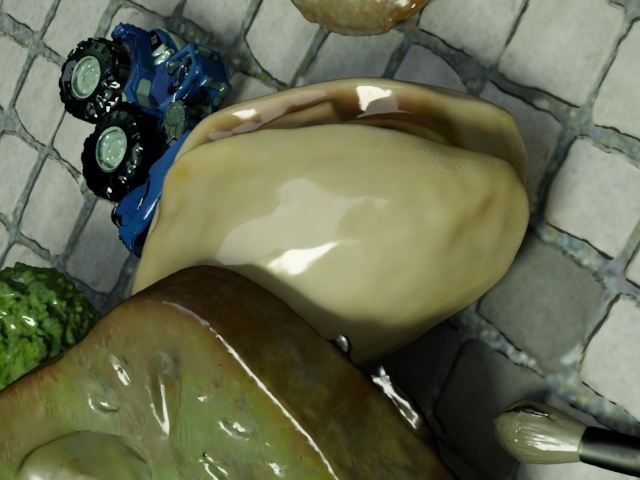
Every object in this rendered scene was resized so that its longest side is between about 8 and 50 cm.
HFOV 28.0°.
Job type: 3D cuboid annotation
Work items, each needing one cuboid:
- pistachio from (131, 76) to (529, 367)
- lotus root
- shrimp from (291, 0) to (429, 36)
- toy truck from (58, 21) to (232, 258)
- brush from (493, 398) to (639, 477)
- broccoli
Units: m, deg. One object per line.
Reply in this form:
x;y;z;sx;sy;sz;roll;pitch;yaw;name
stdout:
0.000;0.000;0.909;0.318;0.214;0.193;-18;28;26;pistachio
-0.073;0.197;0.863;0.390;0.111;0.375;9;112;26;lotus root
0.072;-0.226;0.969;0.317;0.077;0.168;26;107;42;shrimp
-0.120;-0.081;1.056;0.126;0.113;0.208;-33;63;27;toy truck
0.238;0.140;0.783;0.299;0.039;0.042;7;84;37;brush
-0.288;0.156;1.106;0.302;0.186;0.254;-17;111;34;broccoli
